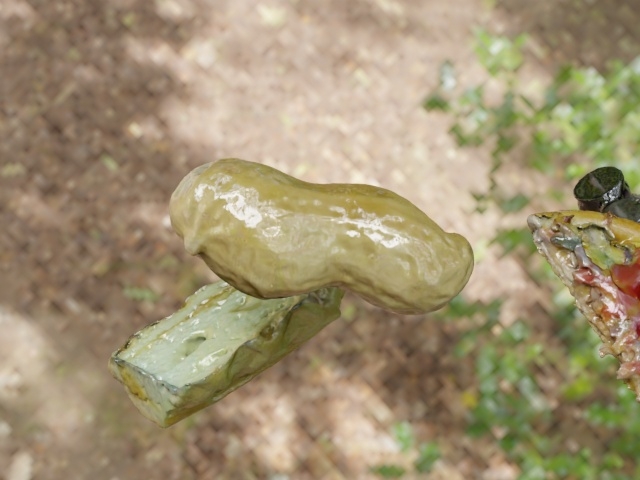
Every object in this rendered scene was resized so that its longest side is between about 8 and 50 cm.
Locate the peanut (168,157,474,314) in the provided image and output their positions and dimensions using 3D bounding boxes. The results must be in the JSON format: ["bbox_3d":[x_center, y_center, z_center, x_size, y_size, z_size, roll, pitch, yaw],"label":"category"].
[{"bbox_3d":[0.000,0.000,1.652,0.263,0.117,0.101,9,-13,-4],"label":"peanut"}]

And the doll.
[{"bbox_3d":[0.324,0.041,1.920,0.257,0.117,0.182,51,8,-37],"label":"doll"}]

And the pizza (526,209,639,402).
[{"bbox_3d":[0.275,0.052,1.598,0.201,0.053,0.193,15,44,-26],"label":"pizza"}]

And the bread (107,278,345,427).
[{"bbox_3d":[-0.072,0.082,1.775,0.128,0.232,0.088,21,-38,56],"label":"bread"}]
